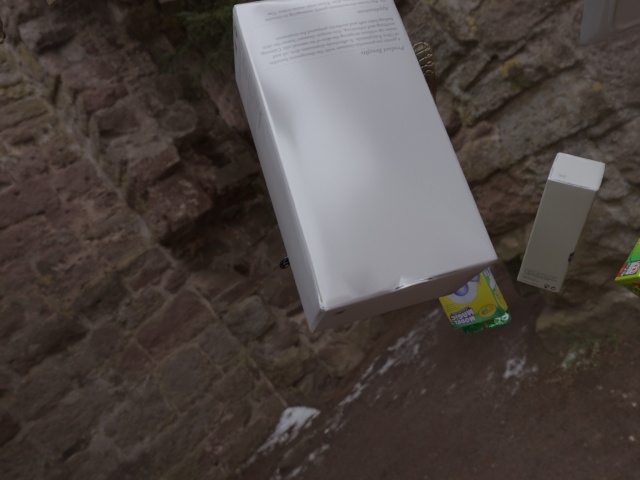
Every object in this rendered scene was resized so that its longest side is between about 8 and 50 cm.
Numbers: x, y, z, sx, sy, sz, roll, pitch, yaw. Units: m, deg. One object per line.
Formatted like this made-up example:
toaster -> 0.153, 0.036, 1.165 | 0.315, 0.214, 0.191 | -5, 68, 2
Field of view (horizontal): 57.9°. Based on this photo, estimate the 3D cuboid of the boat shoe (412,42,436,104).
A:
boat shoe -> 0.230, -0.352, 1.304 | 0.064, 0.178, 0.060 | -3, 14, 16

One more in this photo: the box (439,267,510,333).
box -> 0.266, 0.087, 1.061 | 0.105, 0.179, 0.043 | -25, 5, 37

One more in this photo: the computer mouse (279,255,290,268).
computer mouse -> 0.000, 0.000, 1.407 | 0.242, 0.041, 0.071 | -39, -10, 14

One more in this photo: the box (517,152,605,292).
box -> 0.490, -0.031, 1.191 | 0.113, 0.094, 0.275 | -52, -27, -41

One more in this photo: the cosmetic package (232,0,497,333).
cosmetic package -> 0.032, -0.098, 0.678 | 0.197, 0.366, 0.155 | -13, -16, -11

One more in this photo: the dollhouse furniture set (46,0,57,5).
dollhouse furniture set -> -0.579, -0.708, 1.444 | 0.151, 0.198, 0.301 | -14, 21, 36

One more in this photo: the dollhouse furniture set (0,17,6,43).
dollhouse furniture set -> -0.947, -0.533, 1.455 | 0.259, 0.135, 0.262 | -16, -45, -18

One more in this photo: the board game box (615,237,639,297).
board game box -> 0.408, -0.006, 0.622 | 0.181, 0.092, 0.043 | -55, 1, -12

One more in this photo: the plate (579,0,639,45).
plate -> 0.624, -0.504, 1.051 | 0.278, 0.045, 0.277 | -21, -37, 3
